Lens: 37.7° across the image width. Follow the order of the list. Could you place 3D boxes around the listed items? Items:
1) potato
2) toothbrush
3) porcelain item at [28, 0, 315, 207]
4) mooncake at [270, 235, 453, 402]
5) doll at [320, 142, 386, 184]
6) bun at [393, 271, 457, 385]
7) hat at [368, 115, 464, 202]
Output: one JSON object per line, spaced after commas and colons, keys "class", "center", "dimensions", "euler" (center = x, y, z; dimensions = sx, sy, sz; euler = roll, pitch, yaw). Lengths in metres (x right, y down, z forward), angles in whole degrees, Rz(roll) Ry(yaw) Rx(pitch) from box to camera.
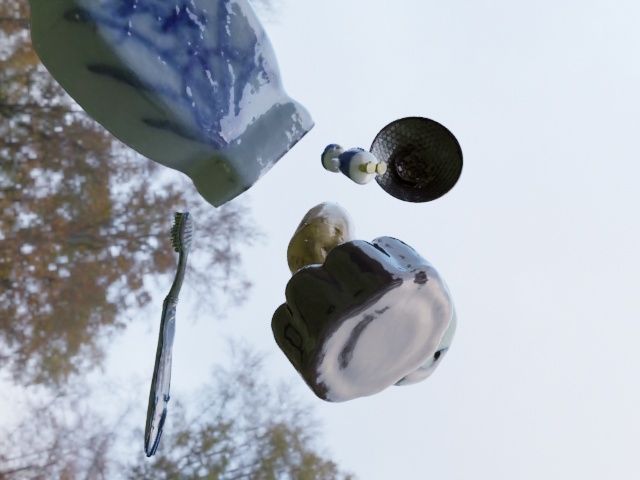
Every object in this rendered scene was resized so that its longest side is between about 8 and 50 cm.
{"class": "potato", "center": [0.004, -0.002, 1.886], "dimensions": [0.161, 0.234, 0.128], "euler": [-24, -59, 41]}
{"class": "toothbrush", "center": [-0.255, 0.156, 1.561], "dimensions": [0.042, 0.035, 0.413], "euler": [5, -94, 43]}
{"class": "porcelain item", "center": [-0.196, -0.240, 1.096], "dimensions": [0.405, 0.242, 0.178], "euler": [49, -23, -13]}
{"class": "mooncake", "center": [0.070, 0.130, 1.611], "dimensions": [0.154, 0.306, 0.306], "euler": [47, -48, 39]}
{"class": "doll", "center": [0.044, -0.123, 1.493], "dimensions": [0.143, 0.099, 0.057], "euler": [21, -74, 53]}
{"class": "bun", "center": [0.150, 0.169, 2.000], "dimensions": [0.179, 0.283, 0.283], "euler": [1, -83, 47]}
{"class": "hat", "center": [0.193, -0.152, 1.920], "dimensions": [0.082, 0.193, 0.193], "euler": [87, -19, -70]}
